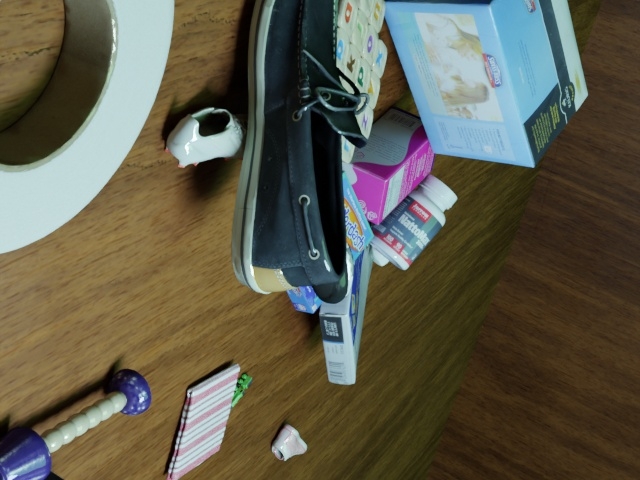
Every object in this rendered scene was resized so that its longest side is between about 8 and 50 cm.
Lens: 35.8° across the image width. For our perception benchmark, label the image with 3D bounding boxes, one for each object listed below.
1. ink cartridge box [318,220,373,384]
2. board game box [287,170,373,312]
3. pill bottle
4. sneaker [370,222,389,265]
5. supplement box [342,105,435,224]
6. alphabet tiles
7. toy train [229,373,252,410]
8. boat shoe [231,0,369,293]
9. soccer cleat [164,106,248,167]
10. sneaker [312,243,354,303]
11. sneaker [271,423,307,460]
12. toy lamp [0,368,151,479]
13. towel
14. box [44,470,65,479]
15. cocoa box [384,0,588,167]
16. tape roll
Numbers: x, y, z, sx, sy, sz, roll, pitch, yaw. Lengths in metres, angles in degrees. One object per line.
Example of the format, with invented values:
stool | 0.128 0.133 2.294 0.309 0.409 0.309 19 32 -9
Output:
ink cartridge box | 0.053 0.088 1.998 0.303 0.072 0.307 80 14 -57
board game box | 0.000 0.000 1.768 0.210 0.047 0.160 -52 131 -31
pill bottle | 0.185 -0.041 1.974 0.180 0.108 0.108 -50 158 -3
sneaker | 0.162 -0.023 2.145 0.232 0.090 0.115 -39 150 -50
supplement box | 0.124 -0.145 1.882 0.220 0.111 0.114 -43 151 -42
alphabet tiles | 0.053 -0.274 1.600 0.278 0.021 0.284 25 77 -72
toy train | -0.156 0.285 1.846 0.083 0.024 0.017 -53 157 -28
boat shoe | -0.011 -0.172 1.351 0.187 0.156 0.500 12 84 -69
soccer cleat | -0.129 -0.147 1.333 0.076 0.068 0.196 -52 165 31
sneaker | -0.038 -0.013 1.609 0.124 0.107 0.283 -32 115 -40
sneaker | -0.074 0.464 2.217 0.070 0.051 0.134 -54 154 -19
toy lamp | -0.335 0.250 1.311 0.275 0.080 0.080 -32 143 -58
towel | -0.211 0.321 1.759 0.144 0.029 0.197 -24 133 -59
box | -0.401 0.417 1.322 0.158 0.093 0.156 -17 130 -61
cocoa box | 0.298 -0.338 1.759 0.228 0.231 0.347 -50 134 -28
tape roll | -0.285 -0.173 0.937 0.392 0.072 0.392 -49 154 -34
